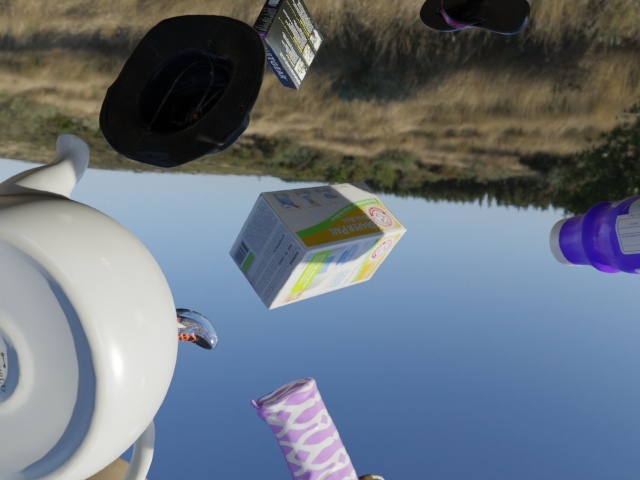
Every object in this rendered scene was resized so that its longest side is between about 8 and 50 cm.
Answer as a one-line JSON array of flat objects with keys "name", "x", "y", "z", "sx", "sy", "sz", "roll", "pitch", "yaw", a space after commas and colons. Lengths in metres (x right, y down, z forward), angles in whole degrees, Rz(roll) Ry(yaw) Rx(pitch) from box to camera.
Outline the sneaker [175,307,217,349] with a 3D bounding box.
[{"name": "sneaker", "x": -0.329, "y": 0.190, "z": 1.299, "sx": 0.221, "sy": 0.083, "sz": 0.087, "roll": 26, "pitch": -133, "yaw": -10}]

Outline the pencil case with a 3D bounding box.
[{"name": "pencil case", "x": -0.010, "y": 0.276, "z": 0.747, "sx": 0.088, "sy": 0.206, "sz": 0.086, "roll": -22, "pitch": 174, "yaw": -16}]

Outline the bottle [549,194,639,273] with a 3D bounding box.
[{"name": "bottle", "x": 0.392, "y": -0.011, "z": 0.690, "sx": 0.118, "sy": 0.092, "sz": 0.283, "roll": -16, "pitch": -179, "yaw": -22}]

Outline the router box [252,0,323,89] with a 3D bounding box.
[{"name": "router box", "x": -0.066, "y": -0.415, "z": 1.222, "sx": 0.046, "sy": 0.133, "sz": 0.179, "roll": 20, "pitch": 168, "yaw": 26}]

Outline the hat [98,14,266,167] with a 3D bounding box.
[{"name": "hat", "x": -0.216, "y": -0.242, "z": 1.053, "sx": 0.331, "sy": 0.331, "sz": 0.134, "roll": 11, "pitch": 164, "yaw": 28}]

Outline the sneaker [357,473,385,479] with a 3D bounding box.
[{"name": "sneaker", "x": 0.116, "y": 0.473, "z": 1.046, "sx": 0.086, "sy": 0.064, "sz": 0.192, "roll": 47, "pitch": 180, "yaw": 43}]

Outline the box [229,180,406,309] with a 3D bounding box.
[{"name": "box", "x": 0.000, "y": 0.000, "z": 0.805, "sx": 0.203, "sy": 0.114, "sz": 0.103, "roll": -11, "pitch": -126, "yaw": -46}]

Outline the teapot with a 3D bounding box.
[{"name": "teapot", "x": -0.220, "y": 0.078, "z": 0.522, "sx": 0.252, "sy": 0.256, "sz": 0.187, "roll": 36, "pitch": -164, "yaw": 8}]

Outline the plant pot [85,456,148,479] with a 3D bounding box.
[{"name": "plant pot", "x": -0.318, "y": 0.377, "z": 0.714, "sx": 0.263, "sy": 0.263, "sz": 0.229, "roll": 9, "pitch": -136, "yaw": 17}]

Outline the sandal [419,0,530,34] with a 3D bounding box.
[{"name": "sandal", "x": 0.209, "y": -0.329, "z": 0.845, "sx": 0.040, "sy": 0.067, "sz": 0.179, "roll": -2, "pitch": -159, "yaw": -42}]
